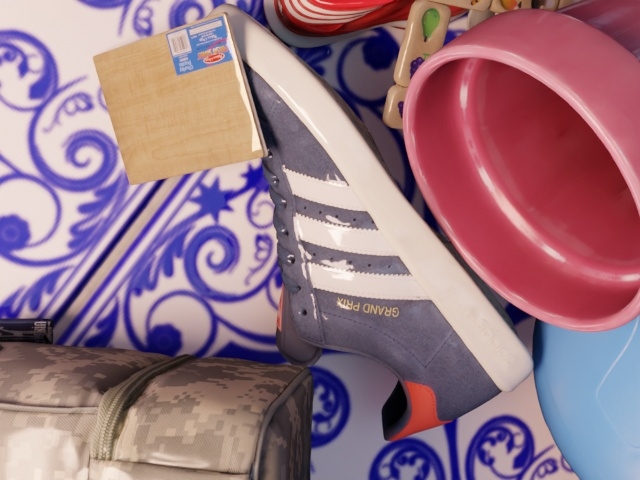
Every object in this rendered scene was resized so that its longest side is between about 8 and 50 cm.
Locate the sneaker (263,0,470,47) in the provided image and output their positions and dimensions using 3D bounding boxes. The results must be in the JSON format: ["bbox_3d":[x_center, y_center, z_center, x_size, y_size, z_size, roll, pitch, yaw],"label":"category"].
[{"bbox_3d":[0.077,-0.196,0.696,0.221,0.128,0.087,-26,102,-15],"label":"sneaker"}]

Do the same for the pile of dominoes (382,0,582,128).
[{"bbox_3d":[0.179,-0.156,0.675,0.251,0.040,0.196,3,110,-30],"label":"pile of dominoes"}]

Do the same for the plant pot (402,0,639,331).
[{"bbox_3d":[0.183,-0.072,0.605,0.180,0.201,0.201,-35,105,-22],"label":"plant pot"}]

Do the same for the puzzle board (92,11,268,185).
[{"bbox_3d":[-0.097,-0.094,0.658,0.011,0.128,0.096,-27,105,-53],"label":"puzzle board"}]

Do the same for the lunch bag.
[{"bbox_3d":[-0.141,0.213,0.614,0.256,0.212,0.305,3,95,5],"label":"lunch bag"}]

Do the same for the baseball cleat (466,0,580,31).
[{"bbox_3d":[0.175,-0.137,0.760,0.109,0.072,0.206,-23,122,3],"label":"baseball cleat"}]

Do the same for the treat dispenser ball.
[{"bbox_3d":[0.305,0.088,0.716,0.288,0.288,0.288,-2,95,-19],"label":"treat dispenser ball"}]

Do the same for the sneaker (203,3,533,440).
[{"bbox_3d":[0.000,0.000,0.694,0.148,0.131,0.350,-37,96,9],"label":"sneaker"}]
